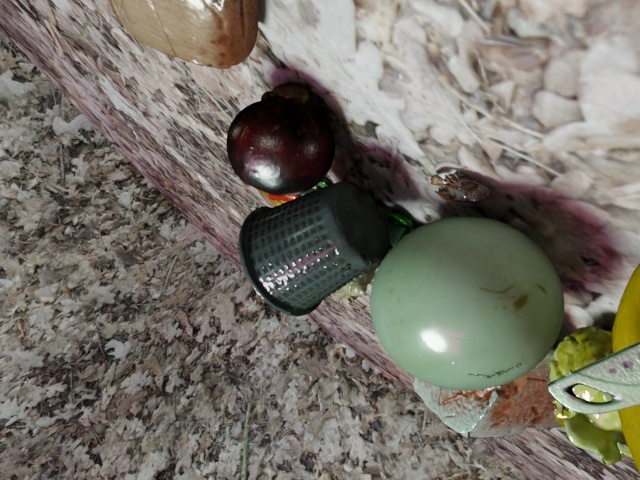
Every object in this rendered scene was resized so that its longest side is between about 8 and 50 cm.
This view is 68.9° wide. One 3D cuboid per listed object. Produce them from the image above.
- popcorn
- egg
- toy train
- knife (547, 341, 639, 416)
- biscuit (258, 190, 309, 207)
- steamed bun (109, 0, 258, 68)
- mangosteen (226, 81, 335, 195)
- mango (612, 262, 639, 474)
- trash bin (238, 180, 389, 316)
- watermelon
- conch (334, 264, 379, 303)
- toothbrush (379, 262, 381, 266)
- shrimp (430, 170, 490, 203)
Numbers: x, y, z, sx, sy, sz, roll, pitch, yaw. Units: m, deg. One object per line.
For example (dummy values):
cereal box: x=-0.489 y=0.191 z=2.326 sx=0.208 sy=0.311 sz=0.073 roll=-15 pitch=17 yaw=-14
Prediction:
popcorn: x=0.335 y=0.168 z=0.546 sx=0.135 sy=0.162 sz=0.141 roll=64 pitch=173 yaw=-31
egg: x=0.164 y=0.075 z=0.561 sx=0.203 sy=0.203 sz=0.283 roll=40 pitch=168 yaw=-1
toy train: x=0.065 y=-0.020 z=0.789 sx=0.251 sy=0.085 sz=0.119 roll=31 pitch=169 yaw=40
knife: x=0.243 y=0.040 z=0.235 sx=0.293 sy=0.020 sz=0.043 roll=-46 pitch=66 yaw=44
biscuit: x=-0.075 y=-0.103 z=0.959 sx=0.205 sy=0.049 sz=0.324 roll=39 pitch=164 yaw=6
steamed bun: x=-0.146 y=-0.276 z=0.498 sx=0.175 sy=0.106 sz=0.145 roll=25 pitch=160 yaw=2
mangosteen: x=-0.052 y=-0.137 z=0.625 sx=0.152 sy=0.152 sz=0.152 roll=37 pitch=166 yaw=11
mango: x=0.338 y=0.136 z=0.317 sx=0.365 sy=0.182 sz=0.253 roll=57 pitch=157 yaw=-17
trash bin: x=0.000 y=0.000 z=0.654 sx=0.161 sy=0.175 sz=0.175 roll=-29 pitch=116 yaw=36
watermelon: x=0.283 y=0.230 z=0.748 sx=0.261 sy=0.201 sz=0.213 roll=43 pitch=174 yaw=-28
conch: x=0.044 y=0.049 z=0.943 sx=0.207 sy=0.130 sz=0.155 roll=-127 pitch=36 yaw=-48
toothbrush: x=0.119 y=0.048 z=0.962 sx=0.024 sy=0.026 sz=0.288 roll=41 pitch=166 yaw=-18
shrimp: x=0.152 y=-0.062 z=0.531 sx=0.038 sy=0.029 sz=0.092 roll=44 pitch=169 yaw=-21
